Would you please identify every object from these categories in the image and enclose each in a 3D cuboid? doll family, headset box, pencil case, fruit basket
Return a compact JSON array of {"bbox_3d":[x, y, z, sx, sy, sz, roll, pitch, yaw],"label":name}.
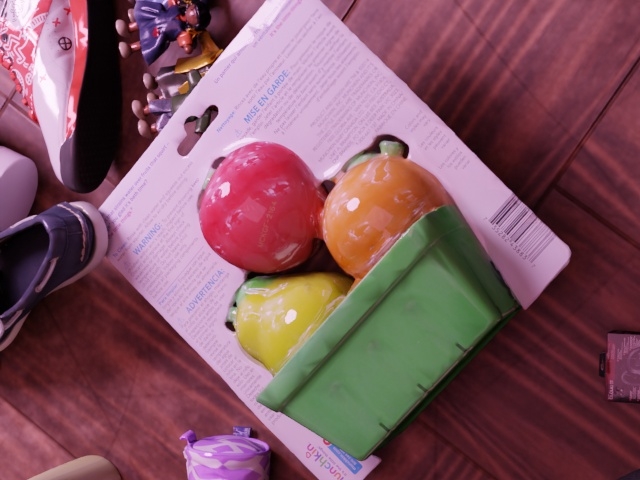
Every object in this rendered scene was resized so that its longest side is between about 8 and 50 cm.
[{"bbox_3d":[-0.124,-0.187,1.640,0.111,0.076,0.193,-18,83,24],"label":"doll family"},{"bbox_3d":[0.284,0.111,1.525,0.083,0.032,0.062,2,92,20],"label":"headset box"},{"bbox_3d":[-0.096,0.281,1.636,0.088,0.086,0.206,5,93,12],"label":"pencil case"},{"bbox_3d":[0.000,0.000,1.552,0.353,0.165,0.327,47,113,16],"label":"fruit basket"}]

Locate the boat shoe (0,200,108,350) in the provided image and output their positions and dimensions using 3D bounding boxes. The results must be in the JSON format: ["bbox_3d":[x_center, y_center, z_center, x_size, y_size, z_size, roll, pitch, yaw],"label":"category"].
[{"bbox_3d":[-0.305,0.045,1.645,0.254,0.079,0.095,-29,76,34],"label":"boat shoe"}]

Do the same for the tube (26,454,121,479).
[{"bbox_3d":[-0.258,0.243,1.611,0.062,0.240,0.070,0,93,17],"label":"tube"}]

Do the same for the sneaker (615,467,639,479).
[{"bbox_3d":[0.333,0.177,1.488,0.214,0.084,0.083,-25,81,9],"label":"sneaker"}]

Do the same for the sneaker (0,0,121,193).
[{"bbox_3d":[-0.277,-0.177,1.686,0.145,0.090,0.270,-2,88,21],"label":"sneaker"}]

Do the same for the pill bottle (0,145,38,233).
[{"bbox_3d":[-0.393,-0.080,1.710,0.221,0.124,0.124,22,99,18],"label":"pill bottle"}]
